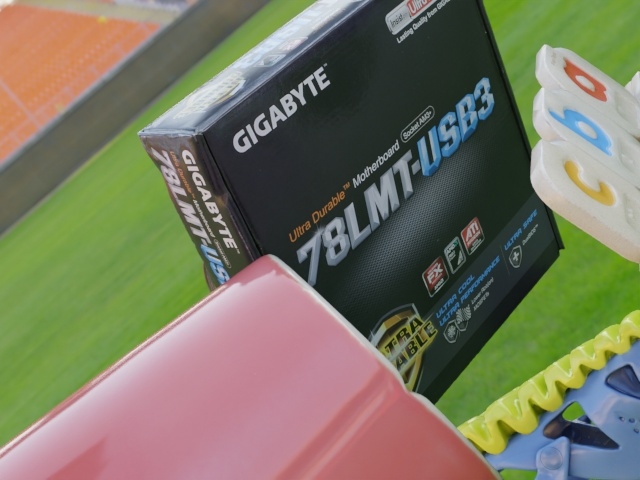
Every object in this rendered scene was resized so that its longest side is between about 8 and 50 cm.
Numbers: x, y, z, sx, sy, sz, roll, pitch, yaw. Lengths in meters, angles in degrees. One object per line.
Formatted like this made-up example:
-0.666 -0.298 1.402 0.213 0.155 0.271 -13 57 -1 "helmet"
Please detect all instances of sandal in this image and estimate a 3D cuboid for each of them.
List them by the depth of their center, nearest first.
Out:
0.263 0.154 1.040 0.317 0.138 0.126 -42 -16 29 "sandal"

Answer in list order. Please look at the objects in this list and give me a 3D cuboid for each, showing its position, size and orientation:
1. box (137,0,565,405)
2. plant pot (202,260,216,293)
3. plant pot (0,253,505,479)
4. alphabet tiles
0.045 -0.030 0.863 0.073 0.293 0.295 6 39 44 "box"
0.000 0.000 1.201 0.230 0.215 0.215 -34 7 -32 "plant pot"
-0.046 0.158 0.668 0.243 0.275 0.275 -46 12 -3 "plant pot"
0.221 0.009 0.605 0.021 0.278 0.284 -51 11 33 "alphabet tiles"
